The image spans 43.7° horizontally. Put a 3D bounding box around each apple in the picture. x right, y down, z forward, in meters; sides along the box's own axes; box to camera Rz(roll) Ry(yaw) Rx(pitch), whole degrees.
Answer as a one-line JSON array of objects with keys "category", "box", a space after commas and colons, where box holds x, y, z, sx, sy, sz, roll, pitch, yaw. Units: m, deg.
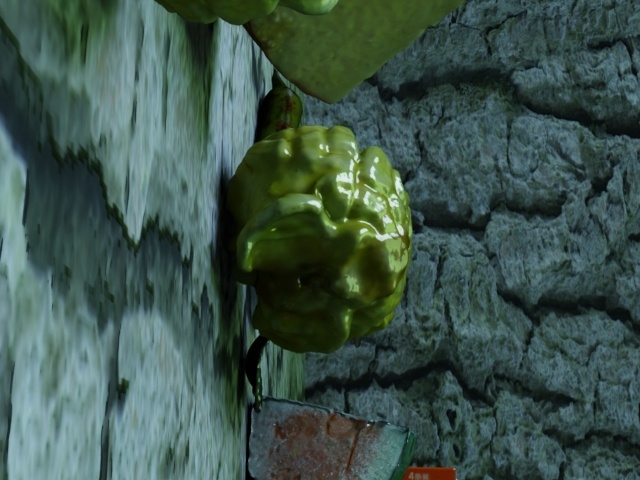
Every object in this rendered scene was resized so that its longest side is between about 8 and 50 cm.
[{"category": "apple", "box": [0.021, -0.306, 0.621, 0.314, 0.252, 0.309, 91, -13, -56]}]

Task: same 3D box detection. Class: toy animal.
[{"category": "toy animal", "box": [-0.025, 0.093, 0.959, 0.197, 0.160, 0.272, 91, 5, -63]}]

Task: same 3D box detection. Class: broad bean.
[{"category": "broad bean", "box": [-0.057, -0.153, 1.114, 0.339, 0.062, 0.077, -88, -175, -50]}]

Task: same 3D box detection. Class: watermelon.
[{"category": "watermelon", "box": [-0.031, 0.287, 0.958, 0.261, 0.201, 0.213, -47, 169, -12]}]

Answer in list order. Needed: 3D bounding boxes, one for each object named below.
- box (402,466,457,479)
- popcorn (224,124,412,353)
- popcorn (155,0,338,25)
[{"category": "box", "box": [0.057, 0.384, 1.222, 0.265, 0.274, 0.048, 89, 1, -66]}, {"category": "popcorn", "box": [-0.002, 0.005, 0.779, 0.216, 0.181, 0.234, -71, 156, -66]}, {"category": "popcorn", "box": [-0.038, -0.165, 0.354, 0.135, 0.141, 0.162, -55, 155, 2]}]
